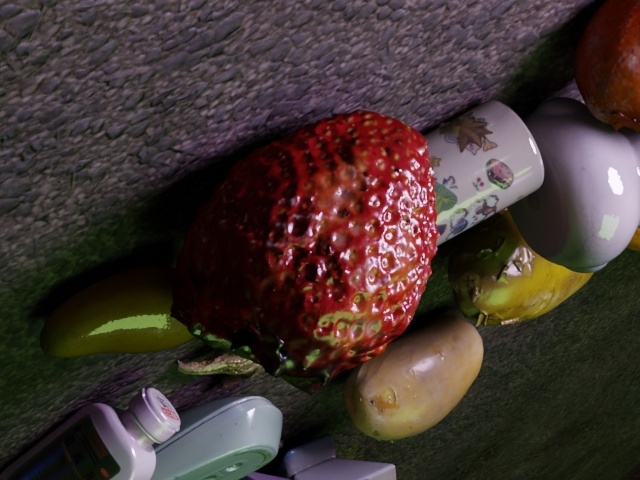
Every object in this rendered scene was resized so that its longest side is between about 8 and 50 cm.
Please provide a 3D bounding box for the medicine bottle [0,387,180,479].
[{"bbox_3d":[-0.265,0.260,1.771,0.219,0.115,0.078,-38,155,7],"label":"medicine bottle"}]

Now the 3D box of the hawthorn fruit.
[{"bbox_3d":[0.368,-0.204,1.680,0.173,0.173,0.173,-29,156,-14],"label":"hawthorn fruit"}]

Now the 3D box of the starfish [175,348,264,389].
[{"bbox_3d":[-0.068,0.118,1.865,0.236,0.062,0.277,-40,161,24],"label":"starfish"}]

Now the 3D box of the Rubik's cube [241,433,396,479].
[{"bbox_3d":[-0.052,0.503,2.257,0.387,0.368,0.358,-5,108,-3],"label":"Rubik's cube"}]

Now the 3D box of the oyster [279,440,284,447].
[{"bbox_3d":[-0.089,0.318,2.243,0.054,0.019,0.083,-46,155,24],"label":"oyster"}]

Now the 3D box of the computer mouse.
[{"bbox_3d":[-0.183,0.279,1.948,0.288,0.097,0.159,-26,159,7],"label":"computer mouse"}]

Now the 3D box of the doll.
[{"bbox_3d":[0.342,-0.075,1.792,0.221,0.221,0.251,-27,-165,-18],"label":"doll"}]

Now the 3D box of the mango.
[{"bbox_3d":[-0.199,0.074,1.550,0.184,0.085,0.102,-7,149,-30],"label":"mango"}]

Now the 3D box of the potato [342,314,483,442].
[{"bbox_3d":[0.140,0.202,2.200,0.234,0.146,0.150,-25,-175,-23],"label":"potato"}]

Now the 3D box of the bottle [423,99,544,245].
[{"bbox_3d":[0.117,-0.051,1.686,0.253,0.120,0.120,-31,157,-12],"label":"bottle"}]

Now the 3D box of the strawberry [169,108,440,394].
[{"bbox_3d":[0.000,0.000,1.504,0.288,0.238,0.250,-59,179,2],"label":"strawberry"}]

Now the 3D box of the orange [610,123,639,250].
[{"bbox_3d":[0.444,-0.087,1.984,0.219,0.193,0.219,-46,160,-22],"label":"orange"}]

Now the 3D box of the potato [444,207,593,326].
[{"bbox_3d":[0.268,0.031,2.022,0.300,0.140,0.173,-16,144,-49],"label":"potato"}]
